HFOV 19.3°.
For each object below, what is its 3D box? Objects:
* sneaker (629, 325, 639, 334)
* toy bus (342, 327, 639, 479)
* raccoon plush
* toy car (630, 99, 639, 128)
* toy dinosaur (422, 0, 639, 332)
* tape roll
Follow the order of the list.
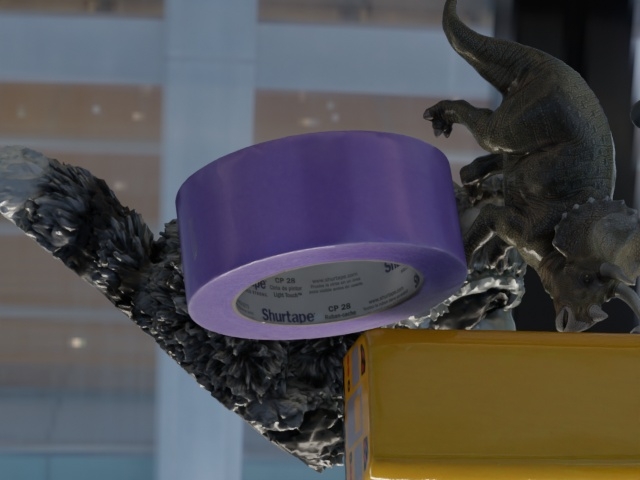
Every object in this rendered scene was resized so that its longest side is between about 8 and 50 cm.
[{"bbox_3d":[0.211,0.159,1.421,0.081,0.211,0.080,6,-155,-25],"label":"sneaker"},{"bbox_3d":[0.183,0.124,1.290,0.333,0.108,0.130,2,161,-10],"label":"toy bus"},{"bbox_3d":[-0.028,-0.016,1.598,0.446,0.299,0.216,39,180,-15],"label":"raccoon plush"},{"bbox_3d":[0.337,-0.099,1.471,0.188,0.149,0.155,-17,-129,18],"label":"toy car"},{"bbox_3d":[0.175,-0.059,1.482,0.160,0.313,0.121,-19,158,30],"label":"toy dinosaur"},{"bbox_3d":[0.000,0.000,1.264,0.189,0.080,0.189,-8,160,-3],"label":"tape roll"}]
